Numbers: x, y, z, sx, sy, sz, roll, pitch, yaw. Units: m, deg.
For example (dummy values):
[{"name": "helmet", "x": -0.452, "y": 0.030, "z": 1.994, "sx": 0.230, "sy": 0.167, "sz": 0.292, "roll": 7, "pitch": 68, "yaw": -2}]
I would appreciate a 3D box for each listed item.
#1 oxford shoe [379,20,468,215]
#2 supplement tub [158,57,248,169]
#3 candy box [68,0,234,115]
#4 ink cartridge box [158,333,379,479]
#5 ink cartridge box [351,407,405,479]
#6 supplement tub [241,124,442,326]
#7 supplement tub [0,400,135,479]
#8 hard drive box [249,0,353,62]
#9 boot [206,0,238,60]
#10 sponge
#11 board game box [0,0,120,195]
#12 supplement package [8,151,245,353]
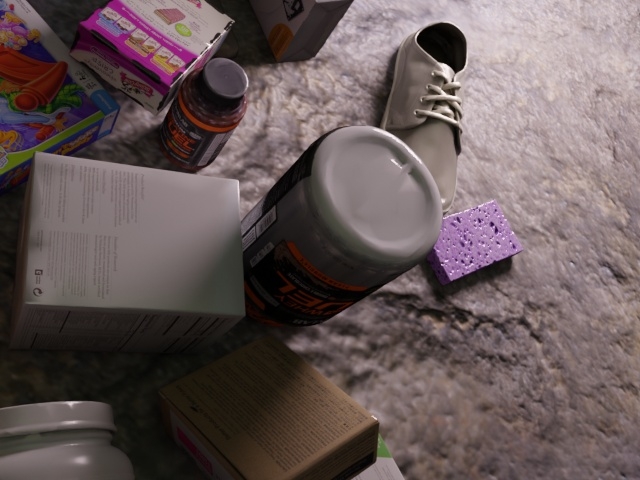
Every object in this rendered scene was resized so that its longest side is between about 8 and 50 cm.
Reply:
[{"name": "oxford shoe", "x": 0.214, "y": -0.252, "z": 1.383, "sx": 0.169, "sy": 0.130, "sz": 0.448, "roll": 19, "pitch": 61, "yaw": -22}, {"name": "supplement tub", "x": -0.178, "y": -0.197, "z": 1.100, "sx": 0.106, "sy": 0.198, "sz": 0.105, "roll": 12, "pitch": 62, "yaw": -23}, {"name": "candy box", "x": -0.258, "y": -0.320, "z": 1.121, "sx": 0.159, "sy": 0.071, "sz": 0.233, "roll": 35, "pitch": 45, "yaw": -8}, {"name": "ink cartridge box", "x": -0.070, "y": 0.246, "z": 0.944, "sx": 0.193, "sy": 0.088, "sz": 0.235, "roll": -24, "pitch": 40, "yaw": -33}, {"name": "ink cartridge box", "x": 0.003, "y": 0.362, "z": 1.000, "sx": 0.220, "sy": 0.092, "sz": 0.160, "roll": -22, "pitch": 79, "yaw": -34}, {"name": "supplement tub", "x": 0.000, "y": 0.000, "z": 1.018, "sx": 0.207, "sy": 0.338, "sz": 0.207, "roll": 12, "pitch": 63, "yaw": -24}, {"name": "supplement tub", "x": -0.307, "y": 0.347, "z": 0.757, "sx": 0.229, "sy": 0.228, "sz": 0.316, "roll": -1, "pitch": 68, "yaw": -29}, {"name": "hard drive box", "x": -0.056, "y": -0.477, "z": 1.309, "sx": 0.089, "sy": 0.181, "sz": 0.232, "roll": -16, "pitch": 75, "yaw": -32}, {"name": "boot", "x": -0.203, "y": -0.444, "z": 1.225, "sx": 0.083, "sy": 0.161, "sz": 0.246, "roll": -27, "pitch": 82, "yaw": -35}, {"name": "sponge", "x": 0.285, "y": 0.001, "z": 1.360, "sx": 0.210, "sy": 0.031, "sz": 0.117, "roll": -18, "pitch": 77, "yaw": -34}, {"name": "board game box", "x": -0.498, "y": -0.251, "z": 1.026, "sx": 0.347, "sy": 0.078, "sz": 0.233, "roll": 48, "pitch": 54, "yaw": -1}, {"name": "supplement package", "x": -0.259, "y": 0.031, "z": 0.949, "sx": 0.263, "sy": 0.198, "sz": 0.199, "roll": 6, "pitch": 64, "yaw": -26}]
